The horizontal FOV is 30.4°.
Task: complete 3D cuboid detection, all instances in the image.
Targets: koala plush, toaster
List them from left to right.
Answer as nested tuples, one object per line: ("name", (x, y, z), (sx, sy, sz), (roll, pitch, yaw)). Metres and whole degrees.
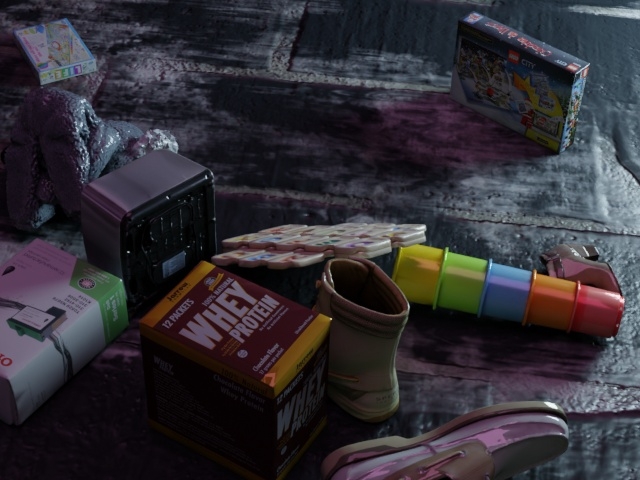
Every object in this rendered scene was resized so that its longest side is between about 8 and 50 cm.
("koala plush", (-0.335, -0.128, 1.765), (0.196, 0.203, 0.221), (-6, 1, 39))
("toaster", (-0.241, -0.014, 1.650), (0.110, 0.168, 0.185), (31, 48, 32))

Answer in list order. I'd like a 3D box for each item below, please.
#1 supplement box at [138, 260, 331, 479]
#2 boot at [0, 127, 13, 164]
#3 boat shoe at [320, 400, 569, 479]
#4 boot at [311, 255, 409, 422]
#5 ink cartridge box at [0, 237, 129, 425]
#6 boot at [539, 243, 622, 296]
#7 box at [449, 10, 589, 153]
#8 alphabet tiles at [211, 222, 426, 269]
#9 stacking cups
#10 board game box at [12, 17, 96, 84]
("supplement box", (-0.101, 0.163, 1.431), (0.191, 0.194, 0.129), (23, 46, 22))
("boot", (-0.443, -0.149, 1.887), (0.121, 0.045, 0.099), (11, 36, 8))
("boat shoe", (0.157, 0.277, 1.386), (0.302, 0.113, 0.103), (-15, 45, -4))
("boot", (-0.001, 0.093, 1.506), (0.262, 0.203, 0.095), (34, 50, 29))
("ink cartridge box", (-0.385, 0.116, 1.549), (0.160, 0.092, 0.219), (23, 45, 23))
("boot", (0.371, 0.050, 1.702), (0.087, 0.042, 0.118), (-14, 42, -8))
("box", (0.325, -0.264, 1.960), (0.233, 0.159, 0.044), (32, 49, 29))
("alphabet tiles", (0.000, 0.000, 1.630), (0.278, 0.021, 0.284), (-15, 13, -43))
("stacking cups", (0.258, 0.065, 1.632), (0.316, 0.096, 0.096), (9, 42, 8))
("board game box", (-0.477, -0.340, 2.111), (0.103, 0.026, 0.154), (-18, 45, -21))
